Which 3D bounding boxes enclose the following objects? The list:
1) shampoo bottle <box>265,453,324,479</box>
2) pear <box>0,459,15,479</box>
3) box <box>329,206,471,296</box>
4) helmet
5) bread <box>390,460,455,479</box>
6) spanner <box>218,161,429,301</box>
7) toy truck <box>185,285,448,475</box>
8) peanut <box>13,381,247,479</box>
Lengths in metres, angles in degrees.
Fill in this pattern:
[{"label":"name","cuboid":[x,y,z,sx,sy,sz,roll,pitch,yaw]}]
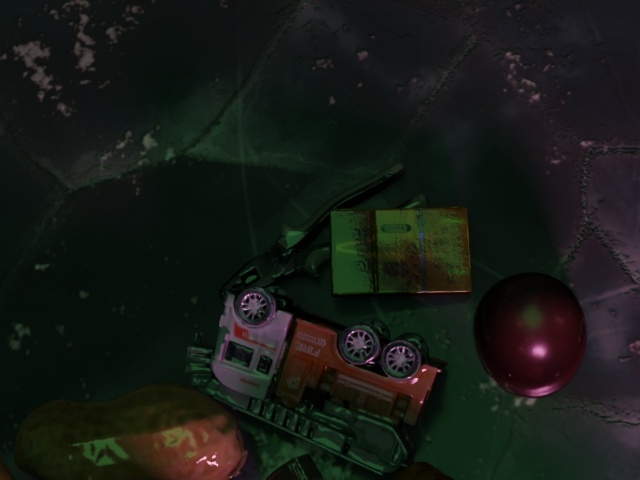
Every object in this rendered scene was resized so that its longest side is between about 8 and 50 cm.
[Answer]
[{"label":"shampoo bottle","cuboid":[0.006,0.390,1.475,0.086,0.056,0.227,-45,64,36]},{"label":"pear","cuboid":[-0.507,0.385,1.391,0.348,0.348,0.348,-2,69,6]},{"label":"box","cuboid":[0.109,0.016,1.603,0.193,0.030,0.121,-1,79,-5]},{"label":"helmet","cuboid":[0.280,0.115,1.535,0.155,0.106,0.175,7,75,9]},{"label":"bread","cuboid":[0.156,0.427,1.352,0.277,0.167,0.324,-29,74,-34]},{"label":"spanner","cuboid":[0.000,0.000,1.642,0.325,0.040,0.095,-30,69,-7]},{"label":"toy truck","cuboid":[-0.017,0.175,1.532,0.338,0.133,0.184,19,91,10]},{"label":"peanut","cuboid":[-0.255,0.266,1.524,0.313,0.149,0.149,-8,69,8]}]
